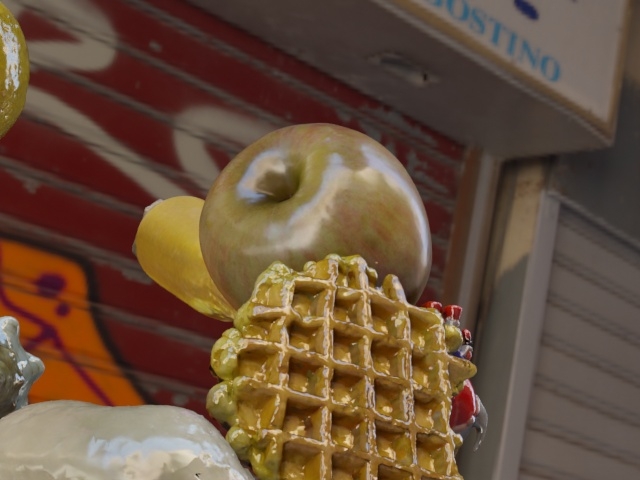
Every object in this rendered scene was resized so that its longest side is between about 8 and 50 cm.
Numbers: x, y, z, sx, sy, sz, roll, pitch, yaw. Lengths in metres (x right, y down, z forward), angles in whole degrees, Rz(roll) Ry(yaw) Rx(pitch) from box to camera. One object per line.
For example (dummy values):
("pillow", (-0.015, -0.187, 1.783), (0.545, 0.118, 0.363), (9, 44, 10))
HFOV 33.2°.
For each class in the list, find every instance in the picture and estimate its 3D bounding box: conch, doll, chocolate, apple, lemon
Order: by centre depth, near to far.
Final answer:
("doll", (0.134, 0.165, 1.204), (0.104, 0.194, 0.062), (18, -25, -37))
("apple", (0.000, 0.000, 1.235), (0.257, 0.256, 0.234), (2, -31, 32))
("conch", (-0.443, 0.198, 1.365), (0.170, 0.203, 0.386), (18, -20, -11))
("chocolate", (-0.141, 0.046, 1.547), (0.162, 0.162, 0.445), (19, 3, -26))
("lemon", (-0.570, -0.254, 1.629), (0.261, 0.284, 0.260), (4, -8, 1))

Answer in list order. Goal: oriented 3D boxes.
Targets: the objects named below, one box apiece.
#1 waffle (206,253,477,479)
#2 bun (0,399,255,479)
("waffle", (0.038, 0.144, 0.980), (0.282, 0.300, 0.058), (37, -46, -7))
("bun", (-0.144, 0.236, 0.774), (0.273, 0.272, 0.168), (6, 13, 20))
